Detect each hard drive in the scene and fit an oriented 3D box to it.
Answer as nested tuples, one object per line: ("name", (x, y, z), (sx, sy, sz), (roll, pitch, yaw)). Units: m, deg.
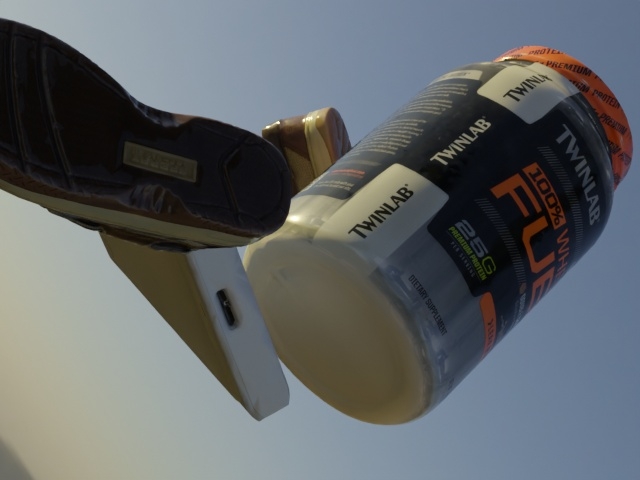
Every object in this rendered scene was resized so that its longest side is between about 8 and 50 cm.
("hard drive", (-0.130, -0.009, 1.166), (0.307, 0.040, 0.203), (39, -28, 55))

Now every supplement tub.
("supplement tub", (0.111, -0.016, 1.261), (0.207, 0.338, 0.207), (31, -36, 26))

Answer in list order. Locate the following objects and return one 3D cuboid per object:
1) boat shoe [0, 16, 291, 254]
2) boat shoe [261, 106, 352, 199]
("boat shoe", (-0.144, -0.047, 0.849), (0.257, 0.095, 0.095), (25, -28, -31))
("boat shoe", (0.000, 0.000, 1.563), (0.103, 0.092, 0.285), (-54, 137, -62))
